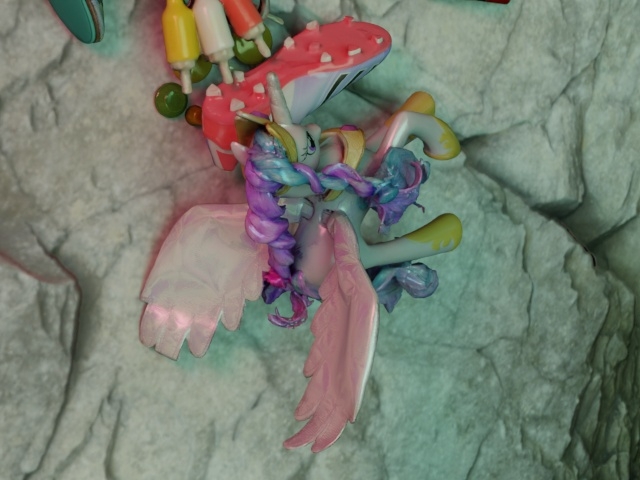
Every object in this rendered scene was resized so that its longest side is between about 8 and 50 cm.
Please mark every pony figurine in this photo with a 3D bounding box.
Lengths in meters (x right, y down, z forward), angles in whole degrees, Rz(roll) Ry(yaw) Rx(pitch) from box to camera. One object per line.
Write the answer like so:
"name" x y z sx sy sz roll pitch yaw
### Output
"pony figurine" 0.000 0.000 1.411 0.363 0.303 0.351 -7 115 -54

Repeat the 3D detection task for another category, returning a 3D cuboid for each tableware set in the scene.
"tableware set" -0.111 -0.191 1.444 0.104 0.024 0.154 25 88 -29

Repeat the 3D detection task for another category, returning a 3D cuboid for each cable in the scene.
"cable" -0.134 -0.298 1.364 0.139 0.072 0.287 -28 108 -22

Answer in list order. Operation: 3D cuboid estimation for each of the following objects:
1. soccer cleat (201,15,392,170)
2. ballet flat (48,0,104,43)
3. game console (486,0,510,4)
"soccer cleat" -0.025 -0.161 1.452 0.248 0.083 0.095 -32 144 -31
"ballet flat" -0.254 -0.282 1.319 0.070 0.070 0.188 -42 121 -18
"game console" 0.173 -0.352 1.586 0.124 0.085 0.144 4 98 0
